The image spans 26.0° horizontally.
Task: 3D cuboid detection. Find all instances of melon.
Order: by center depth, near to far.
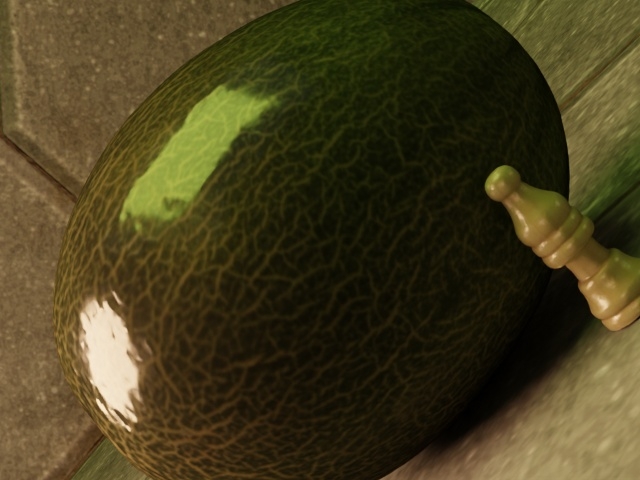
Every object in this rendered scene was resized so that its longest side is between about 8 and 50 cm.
[{"bbox_3d":[0.000,0.000,0.742,0.301,0.237,0.237,-47,7,-4],"label":"melon"}]

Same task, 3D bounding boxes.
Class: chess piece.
[{"bbox_3d":[0.114,-0.001,0.642,0.035,0.092,0.035,-48,6,7],"label":"chess piece"}]
